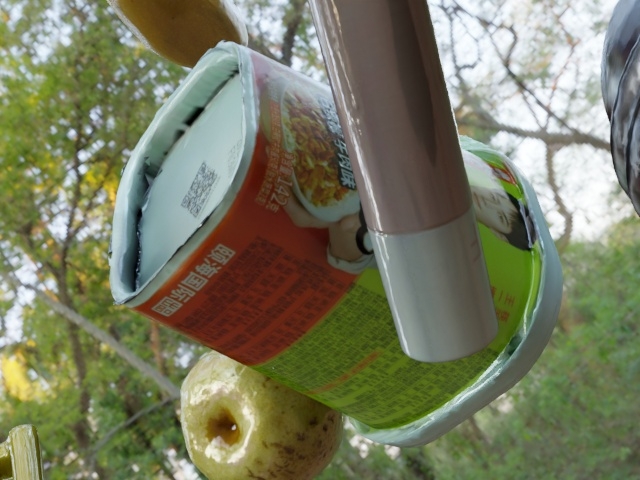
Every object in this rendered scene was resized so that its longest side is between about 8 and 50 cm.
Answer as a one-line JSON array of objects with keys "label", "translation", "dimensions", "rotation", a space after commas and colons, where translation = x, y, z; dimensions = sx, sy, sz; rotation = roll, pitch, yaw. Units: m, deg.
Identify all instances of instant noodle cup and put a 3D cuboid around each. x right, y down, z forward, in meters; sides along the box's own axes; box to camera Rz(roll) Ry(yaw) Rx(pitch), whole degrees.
[{"label": "instant noodle cup", "translation": [0.000, 0.000, 0.809], "dimensions": [0.308, 0.294, 0.294], "rotation": [25, -63, -30]}]

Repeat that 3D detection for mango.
[{"label": "mango", "translation": [-0.220, -0.365, 1.357], "dimensions": [0.144, 0.187, 0.359], "rotation": [-10, -36, 26]}]

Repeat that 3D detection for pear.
[{"label": "pear", "translation": [-0.053, 0.175, 0.951], "dimensions": [0.178, 0.178, 0.178], "rotation": [-38, -18, -15]}]

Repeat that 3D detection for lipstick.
[{"label": "lipstick", "translation": [0.055, -0.048, 0.586], "dimensions": [0.070, 0.070, 0.254], "rotation": [-31, -64, -33]}]

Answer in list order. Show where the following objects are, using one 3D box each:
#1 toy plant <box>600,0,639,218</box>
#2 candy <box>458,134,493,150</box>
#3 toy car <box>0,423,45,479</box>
[{"label": "toy plant", "translation": [0.233, -0.050, 0.399], "dimensions": [0.218, 0.235, 0.175], "rotation": [-26, -52, 7]}, {"label": "candy", "translation": [0.072, -0.020, 1.183], "dimensions": [0.344, 0.132, 0.142], "rotation": [-26, -41, -20]}, {"label": "toy car", "translation": [-0.153, 0.208, 0.459], "dimensions": [0.142, 0.200, 0.247], "rotation": [-20, -54, -11]}]
